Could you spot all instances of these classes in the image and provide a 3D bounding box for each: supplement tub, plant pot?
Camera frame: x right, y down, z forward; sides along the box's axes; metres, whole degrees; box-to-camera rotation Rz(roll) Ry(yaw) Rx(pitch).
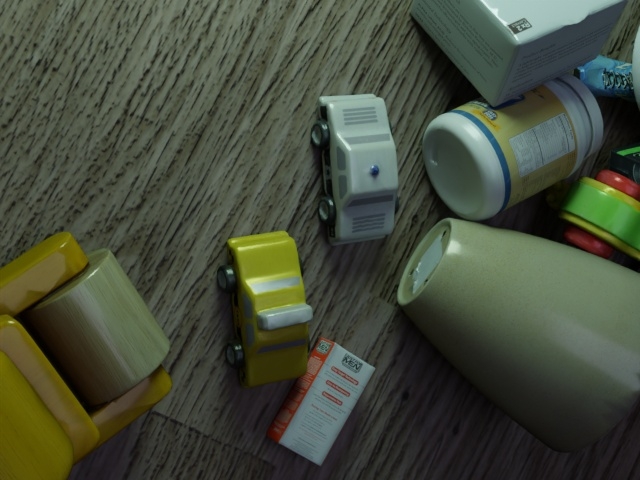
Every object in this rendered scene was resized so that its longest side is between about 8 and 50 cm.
[{"bbox_3d":[0.247,-0.125,1.275,0.200,0.144,0.144,-27,106,-23],"label":"supplement tub"},{"bbox_3d":[0.246,0.091,1.259,0.274,0.256,0.256,30,81,-11],"label":"plant pot"}]

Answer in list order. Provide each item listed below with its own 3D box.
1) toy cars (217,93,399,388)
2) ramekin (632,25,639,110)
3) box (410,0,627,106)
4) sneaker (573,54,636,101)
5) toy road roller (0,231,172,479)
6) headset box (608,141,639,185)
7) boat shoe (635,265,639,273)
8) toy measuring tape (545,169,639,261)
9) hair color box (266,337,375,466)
[{"bbox_3d":[0.000,0.000,1.194,0.176,0.087,0.393,37,79,-25],"label":"toy cars"},{"bbox_3d":[0.531,-0.241,1.356,0.207,0.109,0.207,-6,100,-38],"label":"ramekin"},{"bbox_3d":[0.241,-0.291,1.225,0.181,0.119,0.182,-26,66,-22],"label":"box"},{"bbox_3d":[0.425,-0.230,1.393,0.162,0.073,0.063,-1,96,-27],"label":"sneaker"},{"bbox_3d":[-0.295,0.158,0.975,0.330,0.241,0.202,-37,110,-19],"label":"toy road roller"},{"bbox_3d":[0.573,-0.058,1.378,0.246,0.283,0.131,-15,117,-24],"label":"headset box"},{"bbox_3d":[0.605,0.091,1.426,0.302,0.109,0.094,26,71,14],"label":"boat shoe"},{"bbox_3d":[0.413,-0.010,1.271,0.121,0.330,0.121,-20,125,-32],"label":"toy measuring tape"},{"bbox_3d":[0.001,0.201,1.239,0.072,0.043,0.141,35,80,-25],"label":"hair color box"}]
